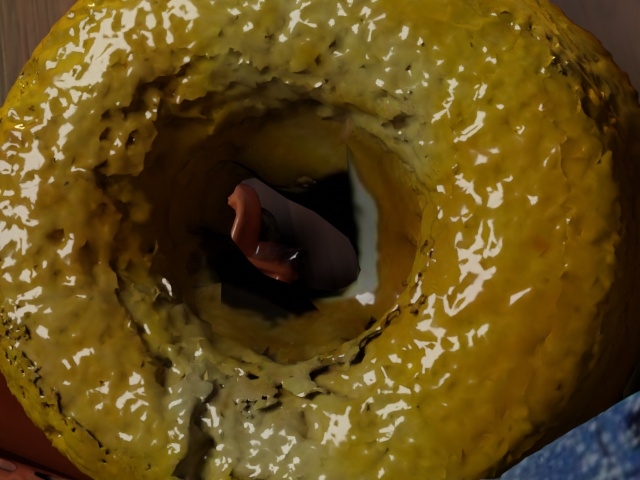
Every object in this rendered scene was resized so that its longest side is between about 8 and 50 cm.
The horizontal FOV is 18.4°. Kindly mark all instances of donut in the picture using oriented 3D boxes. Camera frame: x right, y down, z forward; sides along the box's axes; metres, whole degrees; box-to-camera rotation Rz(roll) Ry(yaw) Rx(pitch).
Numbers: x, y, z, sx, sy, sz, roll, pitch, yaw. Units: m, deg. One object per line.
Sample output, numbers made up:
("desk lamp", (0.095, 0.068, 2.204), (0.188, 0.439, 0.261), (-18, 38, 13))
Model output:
("donut", (-0.002, -0.002, 0.699), (0.118, 0.253, 0.253), (23, -88, -84))

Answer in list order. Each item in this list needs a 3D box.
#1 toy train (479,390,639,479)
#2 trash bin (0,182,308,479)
("toy train", (0.119, 0.172, 0.530), (0.202, 0.131, 0.299), (-35, 47, 23))
("trash bin", (-0.145, 0.017, 0.824), (0.184, 0.239, 0.161), (7, 76, 50))
